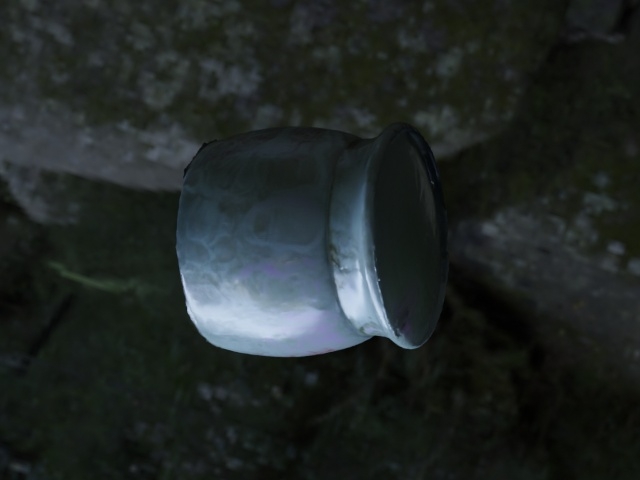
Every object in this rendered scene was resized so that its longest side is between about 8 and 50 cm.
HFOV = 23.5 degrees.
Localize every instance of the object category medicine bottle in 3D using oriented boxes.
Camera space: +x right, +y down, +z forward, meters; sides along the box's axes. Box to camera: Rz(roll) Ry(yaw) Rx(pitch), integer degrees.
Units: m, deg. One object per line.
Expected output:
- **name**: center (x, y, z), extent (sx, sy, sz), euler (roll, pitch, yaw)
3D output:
- **medicine bottle**: center (0.000, 0.000, 0.973), extent (0.143, 0.147, 0.147), euler (-2, 171, 22)
